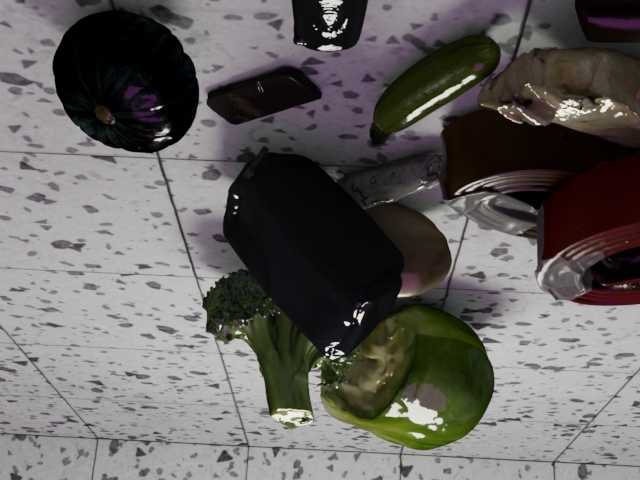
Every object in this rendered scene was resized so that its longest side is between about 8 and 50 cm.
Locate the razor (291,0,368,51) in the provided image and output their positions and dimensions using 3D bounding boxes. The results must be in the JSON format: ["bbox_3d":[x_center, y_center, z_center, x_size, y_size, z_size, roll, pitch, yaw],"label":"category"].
[{"bbox_3d":[0.010,-0.275,1.208,0.090,0.054,0.148,4,157,0],"label":"razor"}]

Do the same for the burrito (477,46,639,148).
[{"bbox_3d":[0.371,-0.172,1.295,0.348,0.107,0.175,5,-175,-24],"label":"burrito"}]

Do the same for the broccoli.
[{"bbox_3d":[-0.048,0.170,1.981,0.249,0.302,0.375,-43,138,5],"label":"broccoli"}]

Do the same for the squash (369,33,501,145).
[{"bbox_3d":[0.137,-0.198,1.354,0.066,0.066,0.252,18,152,-30],"label":"squash"}]

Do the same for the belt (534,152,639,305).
[{"bbox_3d":[0.425,-0.012,1.406,0.324,0.115,0.227,-18,142,35],"label":"belt"}]

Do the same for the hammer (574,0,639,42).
[{"bbox_3d":[0.493,-0.241,1.186,0.409,0.095,0.242,2,157,10],"label":"hammer"}]

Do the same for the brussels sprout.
[{"bbox_3d":[0.185,0.285,2.189,0.371,0.275,0.315,-19,145,42],"label":"brussels sprout"}]

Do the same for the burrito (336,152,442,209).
[{"bbox_3d":[0.112,-0.090,1.612,0.203,0.064,0.064,-15,151,36],"label":"burrito"}]

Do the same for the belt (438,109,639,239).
[{"bbox_3d":[0.335,-0.094,1.507,0.339,0.122,0.217,8,154,-15],"label":"belt"}]

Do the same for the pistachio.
[{"bbox_3d":[0.103,0.008,1.746,0.238,0.153,0.137,25,151,17],"label":"pistachio"}]

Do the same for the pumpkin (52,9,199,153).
[{"bbox_3d":[-0.241,-0.195,1.307,0.194,0.150,0.194,0,146,0],"label":"pumpkin"}]

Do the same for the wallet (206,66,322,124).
[{"bbox_3d":[-0.080,-0.197,1.445,0.157,0.018,0.082,-12,152,32],"label":"wallet"}]

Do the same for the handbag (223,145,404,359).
[{"bbox_3d":[0.002,-0.001,1.590,0.178,0.302,0.275,-36,167,-27],"label":"handbag"}]
